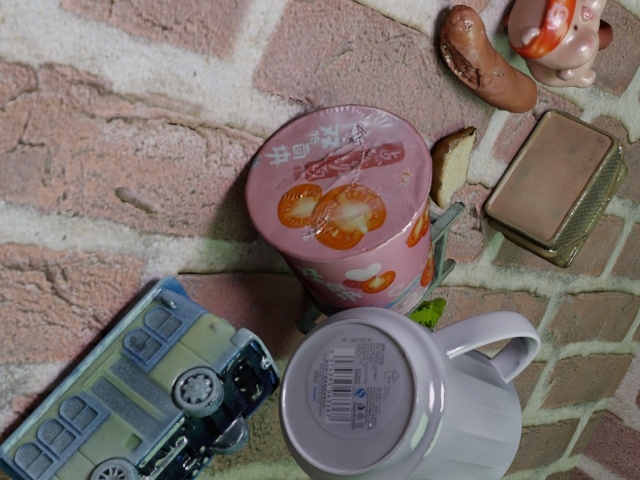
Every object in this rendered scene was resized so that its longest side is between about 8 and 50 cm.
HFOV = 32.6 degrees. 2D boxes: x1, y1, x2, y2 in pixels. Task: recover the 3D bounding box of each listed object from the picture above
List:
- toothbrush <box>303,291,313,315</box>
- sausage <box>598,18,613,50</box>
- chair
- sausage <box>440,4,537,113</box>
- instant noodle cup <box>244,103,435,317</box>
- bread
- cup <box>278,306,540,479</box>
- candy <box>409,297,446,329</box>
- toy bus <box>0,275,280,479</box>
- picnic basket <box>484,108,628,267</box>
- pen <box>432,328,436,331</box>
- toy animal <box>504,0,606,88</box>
[{"bbox_3d":[0.002,-0.001,1.633,0.031,0.023,0.321,-21,133,-36],"label":"toothbrush"},{"bbox_3d":[0.496,-0.370,1.988,0.094,0.059,0.054,-21,139,-49],"label":"sausage"},{"bbox_3d":[0.093,0.036,1.658,0.270,0.136,0.147,-42,148,-39],"label":"chair"},{"bbox_3d":[0.260,-0.272,1.714,0.087,0.079,0.326,-51,149,8],"label":"sausage"},{"bbox_3d":[0.042,-0.018,1.464,0.243,0.243,0.231,-48,149,-17],"label":"instant noodle cup"},{"bbox_3d":[0.214,-0.125,1.815,0.126,0.044,0.129,-38,142,-43],"label":"bread"},{"bbox_3d":[0.140,0.203,1.464,0.323,0.237,0.327,-41,149,12],"label":"cup"},{"bbox_3d":[0.135,0.140,1.818,0.149,0.069,0.246,-27,166,9],"label":"candy"},{"bbox_3d":[-0.215,0.220,1.345,0.312,0.190,0.152,-48,148,-18],"label":"toy bus"},{"bbox_3d":[0.444,-0.099,2.049,0.267,0.165,0.139,-57,149,-4],"label":"picnic basket"},{"bbox_3d":[0.171,0.147,2.007,0.025,0.025,0.204,-57,150,-3],"label":"pen"},{"bbox_3d":[0.379,-0.342,1.757,0.171,0.171,0.197,-57,153,-3],"label":"toy animal"}]
